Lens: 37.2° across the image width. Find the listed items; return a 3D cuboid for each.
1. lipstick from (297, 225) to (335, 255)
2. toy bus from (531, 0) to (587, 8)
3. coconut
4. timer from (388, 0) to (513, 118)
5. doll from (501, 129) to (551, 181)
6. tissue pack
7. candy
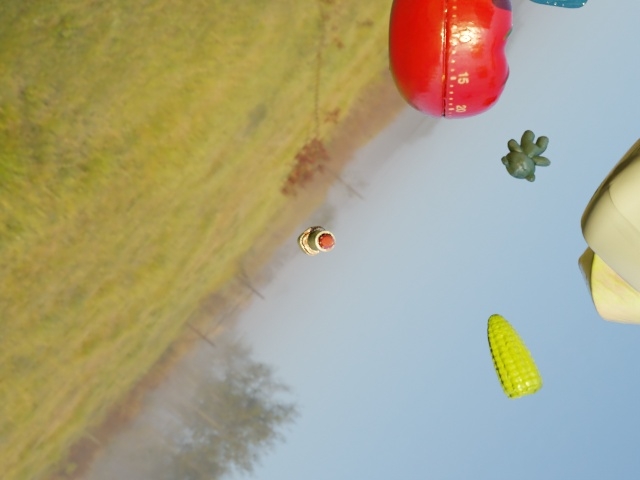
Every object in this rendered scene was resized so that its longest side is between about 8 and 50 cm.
[{"bbox_3d":[-0.001,-0.001,1.979,0.063,0.057,0.186,-35,-173,-10],"label":"lipstick"},{"bbox_3d":[0.477,-0.612,1.825,0.175,0.138,0.288,-110,-150,-46],"label":"toy bus"},{"bbox_3d":[0.611,0.061,1.850,0.204,0.236,0.236,-29,168,-45],"label":"coconut"},{"bbox_3d":[0.302,-0.473,2.225,0.378,0.279,0.378,1,90,-82],"label":"timer"},{"bbox_3d":[0.498,-0.203,2.298,0.150,0.115,0.077,-52,171,-29],"label":"doll"},{"bbox_3d":[0.590,-0.086,1.494,0.333,0.229,0.236,-39,171,-33],"label":"tissue pack"},{"bbox_3d":[0.446,0.270,2.237,0.096,0.209,0.097,-18,162,-6],"label":"candy"}]
